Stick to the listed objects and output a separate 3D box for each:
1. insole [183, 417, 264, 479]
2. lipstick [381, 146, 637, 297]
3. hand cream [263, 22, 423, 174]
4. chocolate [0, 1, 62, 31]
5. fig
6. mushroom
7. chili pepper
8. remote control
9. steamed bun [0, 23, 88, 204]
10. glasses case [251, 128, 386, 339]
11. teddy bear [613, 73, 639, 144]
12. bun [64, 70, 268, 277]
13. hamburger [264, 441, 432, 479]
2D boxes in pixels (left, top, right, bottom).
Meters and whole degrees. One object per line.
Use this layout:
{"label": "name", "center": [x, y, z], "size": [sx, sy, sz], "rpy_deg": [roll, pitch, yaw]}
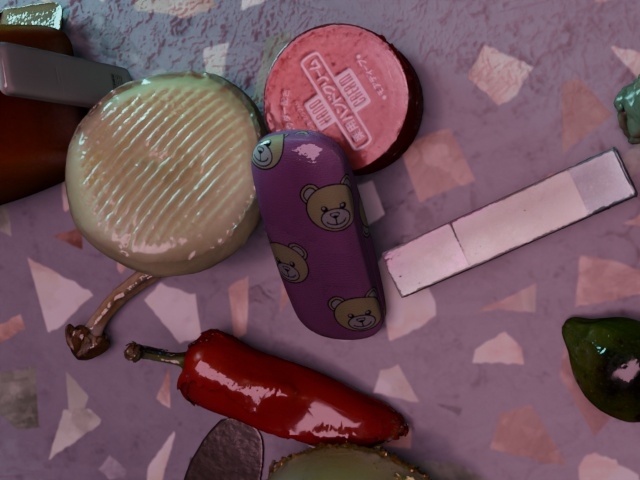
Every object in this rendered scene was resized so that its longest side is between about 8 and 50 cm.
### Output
{"label": "insole", "center": [-0.163, 0.398, 1.541], "size": [0.111, 0.007, 0.327], "rpy_deg": [27, 99, 14]}
{"label": "lipstick", "center": [0.235, -0.020, 1.383], "size": [0.317, 0.066, 0.068], "rpy_deg": [-25, 86, 15]}
{"label": "hand cream", "center": [0.032, -0.176, 1.405], "size": [0.193, 0.125, 0.193], "rpy_deg": [0, 91, 17]}
{"label": "chocolate", "center": [-0.409, -0.307, 1.574], "size": [0.101, 0.031, 0.064], "rpy_deg": [-9, 72, 12]}
{"label": "fig", "center": [0.359, 0.147, 1.346], "size": [0.156, 0.123, 0.123], "rpy_deg": [37, 104, 51]}
{"label": "mushroom", "center": [-0.286, 0.094, 1.541], "size": [0.187, 0.061, 0.060], "rpy_deg": [-46, 75, 8]}
{"label": "chili pepper", "center": [-0.071, 0.199, 1.462], "size": [0.388, 0.110, 0.110], "rpy_deg": [19, 97, 9]}
{"label": "remote control", "center": [-0.330, -0.208, 1.437], "size": [0.029, 0.261, 0.067], "rpy_deg": [-12, 85, 26]}
{"label": "steamed bun", "center": [-0.511, -0.152, 1.495], "size": [0.379, 0.248, 0.235], "rpy_deg": [-15, 87, 17]}
{"label": "glasses case", "center": [0.000, 0.000, 1.376], "size": [0.123, 0.076, 0.316], "rpy_deg": [0, 128, 23]}
{"label": "teddy bear", "center": [0.554, -0.060, 1.249], "size": [0.357, 0.224, 0.367], "rpy_deg": [-19, 102, 14]}
{"label": "bun", "center": [-0.194, -0.080, 1.448], "size": [0.287, 0.146, 0.287], "rpy_deg": [0, 67, 1]}
{"label": "hamburger", "center": [0.039, 0.396, 1.392], "size": [0.294, 0.179, 0.276], "rpy_deg": [18, 106, 14]}
